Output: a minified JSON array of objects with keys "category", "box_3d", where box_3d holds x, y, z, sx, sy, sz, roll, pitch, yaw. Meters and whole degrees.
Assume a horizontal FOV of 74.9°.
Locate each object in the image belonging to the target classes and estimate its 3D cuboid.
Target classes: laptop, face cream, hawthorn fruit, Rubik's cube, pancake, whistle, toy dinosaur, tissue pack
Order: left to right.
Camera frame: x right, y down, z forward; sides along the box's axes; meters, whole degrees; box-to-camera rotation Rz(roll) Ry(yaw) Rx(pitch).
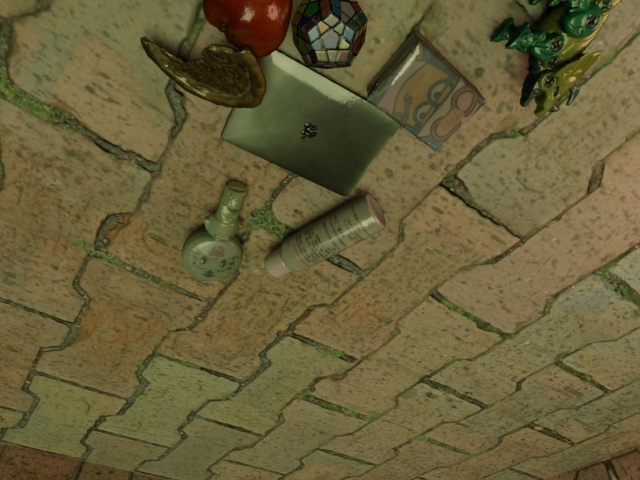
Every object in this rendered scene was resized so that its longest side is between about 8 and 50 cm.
[{"category":"pancake","box_3d":[-0.165,-0.253,0.612,0.184,0.020,0.190,32,159,-30]},{"category":"whistle","box_3d":[-0.210,-0.009,0.859,0.126,0.067,0.258,10,127,-26]},{"category":"hawthorn fruit","box_3d":[-0.089,-0.317,0.558,0.140,0.125,0.125,-17,129,6]},{"category":"laptop","box_3d":[-0.018,-0.195,0.732,0.269,0.015,0.187,22,127,-19]},{"category":"face cream","box_3d":[0.000,0.000,0.857,0.269,0.082,0.082,-27,126,22]},{"category":"Rubik's cube","box_3d":[0.012,-0.297,0.594,0.111,0.111,0.093,-3,105,2]},{"category":"tissue pack","box_3d":[0.166,-0.234,0.669,0.155,0.065,0.115,29,126,-25]},{"category":"toy dinosaur","box_3d":[0.362,-0.315,0.592,0.153,0.094,0.259,23,119,-19]}]
